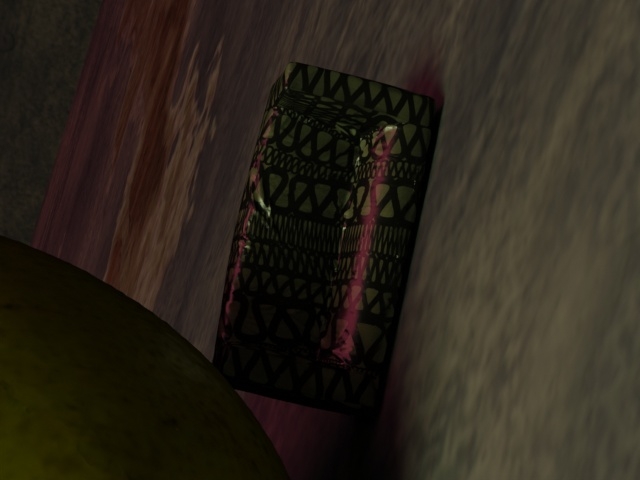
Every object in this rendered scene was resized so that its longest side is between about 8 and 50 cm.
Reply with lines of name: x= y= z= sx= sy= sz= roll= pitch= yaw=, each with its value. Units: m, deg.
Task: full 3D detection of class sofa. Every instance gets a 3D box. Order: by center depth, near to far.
sofa: x=0.000 y=0.000 z=0.672 sx=0.039 sy=0.060 sz=0.118 roll=137 pitch=146 yaw=-75

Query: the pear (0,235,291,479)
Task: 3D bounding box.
pear: x=-0.134 y=0.130 z=0.612 sx=0.294 sy=0.294 sz=0.294 roll=-165 pitch=90 yaw=-78
